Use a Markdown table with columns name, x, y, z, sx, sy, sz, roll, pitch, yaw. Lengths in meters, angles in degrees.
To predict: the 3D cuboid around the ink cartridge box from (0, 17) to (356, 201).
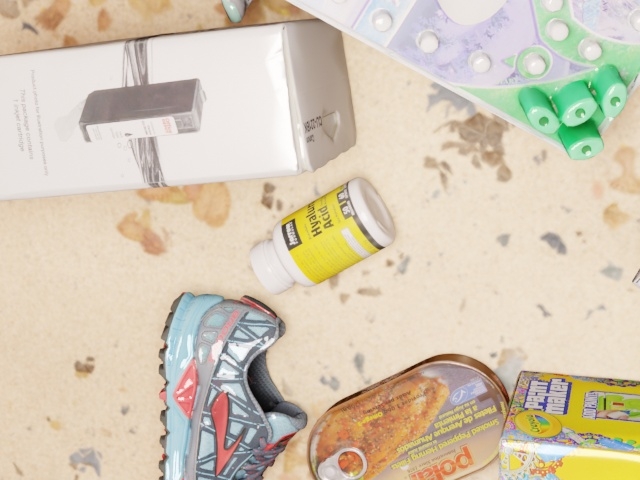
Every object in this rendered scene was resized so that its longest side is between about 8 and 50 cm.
| name | x | y | z | sx | sy | sz | roll | pitch | yaw |
| --- | --- | --- | --- | --- | --- | --- | --- | --- | --- |
| ink cartridge box | -0.125 | -0.108 | 1.011 | 0.272 | 0.197 | 0.114 | -3 | 101 | 14 |

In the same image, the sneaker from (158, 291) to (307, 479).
| name | x | y | z | sx | sy | sz | roll | pitch | yaw |
| --- | --- | --- | --- | --- | --- | --- | --- | --- | --- |
| sneaker | -0.075 | 0.178 | 1.109 | 0.125 | 0.104 | 0.262 | 2 | 104 | 9 |

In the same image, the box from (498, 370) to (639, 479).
| name | x | y | z | sx | sy | sz | roll | pitch | yaw |
| --- | --- | --- | --- | --- | --- | --- | --- | --- | --- |
| box | 0.281 | 0.276 | 1.001 | 0.279 | 0.177 | 0.290 | 4 | 103 | 13 |

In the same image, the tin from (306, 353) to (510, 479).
| name | x | y | z | sx | sy | sz | roll | pitch | yaw |
| --- | --- | --- | --- | --- | --- | --- | --- | --- | --- |
| tin | 0.078 | 0.170 | 1.104 | 0.189 | 0.040 | 0.106 | -27 | 90 | 18 |

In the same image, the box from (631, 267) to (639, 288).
| name | x | y | z | sx | sy | sz | roll | pitch | yaw |
| --- | --- | --- | --- | --- | --- | --- | --- | --- | --- |
| box | 0.411 | 0.019 | 0.895 | 0.307 | 0.076 | 0.242 | 37 | 65 | 5 |

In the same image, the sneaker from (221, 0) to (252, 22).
| name | x | y | z | sx | sy | sz | roll | pitch | yaw |
| --- | --- | --- | --- | --- | --- | --- | --- | --- | --- |
| sneaker | -0.049 | -0.222 | 1.030 | 0.069 | 0.038 | 0.098 | -10 | 55 | 9 |

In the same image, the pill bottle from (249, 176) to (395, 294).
| name | x | y | z | sx | sy | sz | roll | pitch | yaw |
| --- | --- | --- | --- | --- | --- | --- | --- | --- | --- |
| pill bottle | 0.000 | 0.000 | 1.072 | 0.116 | 0.065 | 0.065 | -30 | 93 | 18 |

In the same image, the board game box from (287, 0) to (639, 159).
| name | x | y | z | sx | sy | sz | roll | pitch | yaw |
| --- | --- | --- | --- | --- | --- | --- | --- | --- | --- |
| board game box | 0.131 | -0.285 | 0.831 | 0.390 | 0.050 | 0.390 | 26 | 115 | -15 |
